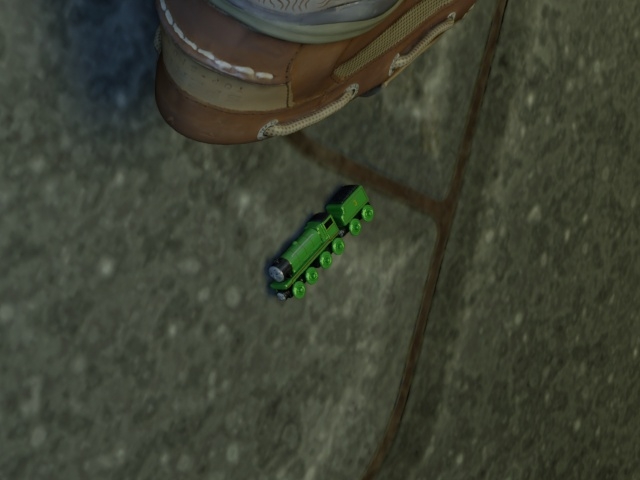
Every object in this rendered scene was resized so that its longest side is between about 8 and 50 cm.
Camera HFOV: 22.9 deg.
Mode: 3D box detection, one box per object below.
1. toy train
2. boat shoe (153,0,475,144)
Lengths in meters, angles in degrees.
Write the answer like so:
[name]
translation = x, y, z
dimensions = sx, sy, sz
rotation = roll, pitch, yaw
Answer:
[toy train]
translation = 0.000, 0.000, 0.831
dimensions = 0.083, 0.017, 0.023
rotation = -47, 123, -36
[boat shoe]
translation = 0.015, -0.134, 0.757
dimensions = 0.324, 0.123, 0.116
rotation = -33, 158, -54
